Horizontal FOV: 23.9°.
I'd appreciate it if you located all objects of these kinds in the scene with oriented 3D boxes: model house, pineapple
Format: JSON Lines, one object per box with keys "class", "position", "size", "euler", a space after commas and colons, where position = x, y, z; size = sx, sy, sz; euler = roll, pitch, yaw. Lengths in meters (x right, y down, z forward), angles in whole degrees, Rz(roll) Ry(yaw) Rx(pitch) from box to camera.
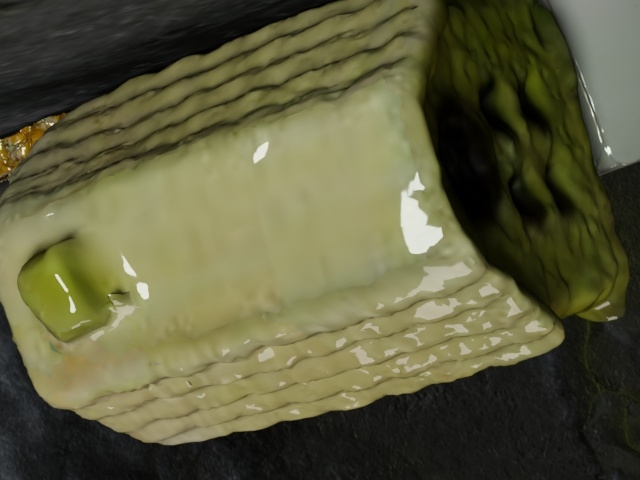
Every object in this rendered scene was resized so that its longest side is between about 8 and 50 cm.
{"class": "model house", "position": [0.000, 0.000, 0.608], "size": [0.193, 0.175, 0.234], "euler": [-17, -175, 23]}
{"class": "pineapple", "position": [-0.131, -0.042, 0.690], "size": [0.045, 0.019, 0.083], "euler": [-25, -178, -13]}

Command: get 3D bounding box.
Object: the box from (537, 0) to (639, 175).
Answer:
{"class": "box", "position": [0.176, -0.103, 0.868], "size": [0.200, 0.106, 0.299], "euler": [-18, -177, -11]}
